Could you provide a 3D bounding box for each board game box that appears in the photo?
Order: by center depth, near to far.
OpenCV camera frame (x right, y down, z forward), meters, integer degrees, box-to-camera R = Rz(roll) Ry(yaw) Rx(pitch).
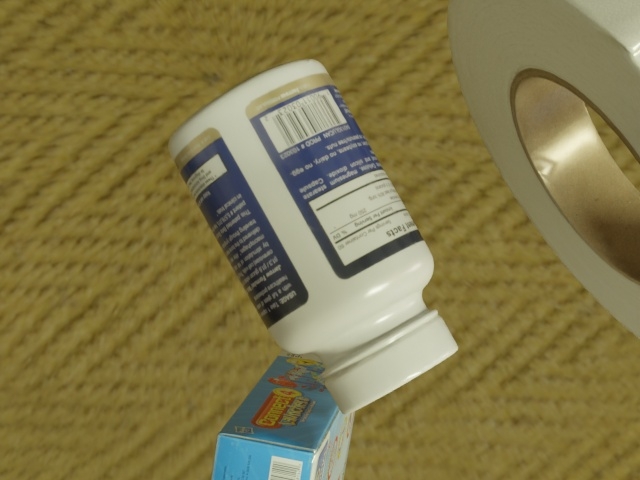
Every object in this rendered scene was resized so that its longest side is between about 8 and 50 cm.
[{"bbox_3d":[-0.043,0.286,1.285,0.086,0.302,0.308,10,100,7],"label":"board game box"}]

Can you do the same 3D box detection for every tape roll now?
[{"bbox_3d":[0.241,-0.065,1.073,0.072,0.392,0.392,-34,97,-9],"label":"tape roll"}]

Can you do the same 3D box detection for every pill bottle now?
[{"bbox_3d":[0.000,0.000,0.707,0.094,0.094,0.169,-29,85,0],"label":"pill bottle"}]
